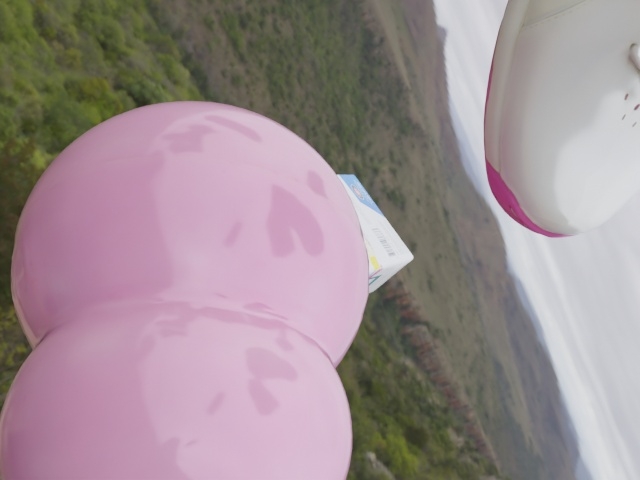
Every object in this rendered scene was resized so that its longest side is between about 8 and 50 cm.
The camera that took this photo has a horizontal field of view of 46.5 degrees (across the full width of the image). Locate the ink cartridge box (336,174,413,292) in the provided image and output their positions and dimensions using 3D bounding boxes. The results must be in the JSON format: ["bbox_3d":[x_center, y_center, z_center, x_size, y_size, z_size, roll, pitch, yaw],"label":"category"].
[{"bbox_3d":[0.000,0.000,0.829,0.134,0.078,0.231,56,26,13],"label":"ink cartridge box"}]

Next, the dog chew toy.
[{"bbox_3d":[-0.074,0.086,0.399,0.206,0.207,0.331,53,30,-49],"label":"dog chew toy"}]

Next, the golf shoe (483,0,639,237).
[{"bbox_3d":[0.178,-0.129,0.314,0.115,0.306,0.140,23,13,-23],"label":"golf shoe"}]
